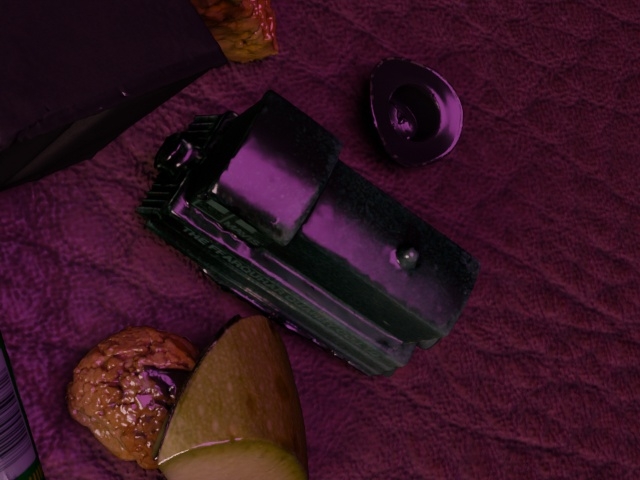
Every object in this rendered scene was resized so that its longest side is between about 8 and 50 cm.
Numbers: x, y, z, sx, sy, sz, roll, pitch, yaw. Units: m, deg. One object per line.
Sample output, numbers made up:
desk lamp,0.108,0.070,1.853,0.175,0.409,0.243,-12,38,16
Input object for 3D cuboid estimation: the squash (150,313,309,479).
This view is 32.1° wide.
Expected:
squash,-0.044,0.159,0.968,0.184,0.085,0.192,-66,150,-28

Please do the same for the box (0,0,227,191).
box,-0.291,-0.203,0.845,0.251,0.204,0.345,-33,92,-50

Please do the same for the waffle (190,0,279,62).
waffle,-0.095,-0.297,1.004,0.057,0.219,0.229,-7,83,9

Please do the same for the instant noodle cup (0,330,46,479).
instant noodle cup,-0.314,0.120,0.851,0.207,0.207,0.232,-26,99,-26

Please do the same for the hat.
hat,0.087,-0.132,1.148,0.121,0.050,0.121,3,84,-29

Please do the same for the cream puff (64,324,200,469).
cream puff,-0.152,0.134,0.967,0.133,0.104,0.119,25,80,-25

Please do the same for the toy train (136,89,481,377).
toy train,0.000,0.000,1.017,0.330,0.178,0.138,34,69,-15
